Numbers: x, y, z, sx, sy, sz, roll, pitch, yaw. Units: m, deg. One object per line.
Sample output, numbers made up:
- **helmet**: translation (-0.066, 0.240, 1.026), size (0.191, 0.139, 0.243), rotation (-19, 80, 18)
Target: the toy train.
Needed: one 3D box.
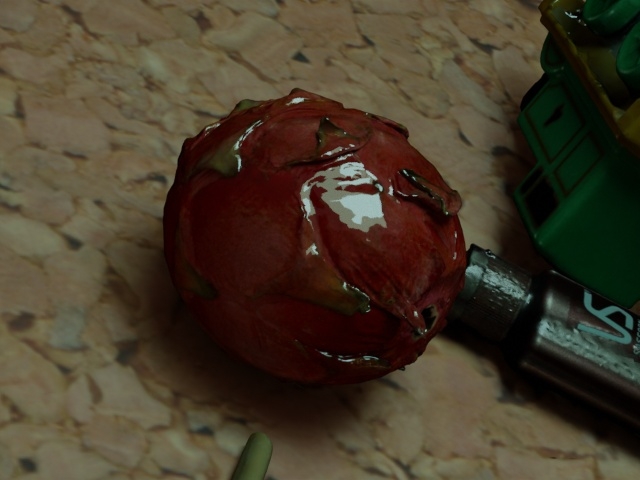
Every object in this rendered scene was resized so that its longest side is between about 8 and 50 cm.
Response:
- **toy train**: translation (0.289, -0.103, 1.766), size (0.178, 0.249, 0.429), rotation (34, 18, -20)

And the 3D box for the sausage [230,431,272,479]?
- **sausage**: translation (-0.060, 0.190, 1.389), size (0.024, 0.024, 0.132), rotation (27, 37, -4)

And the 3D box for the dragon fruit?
- **dragon fruit**: translation (-0.005, -0.002, 1.483), size (0.252, 0.241, 0.241), rotation (51, 40, 3)

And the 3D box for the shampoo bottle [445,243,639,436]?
- **shampoo bottle**: translation (0.259, 0.106, 1.648), size (0.323, 0.084, 0.129), rotation (28, 34, -3)
